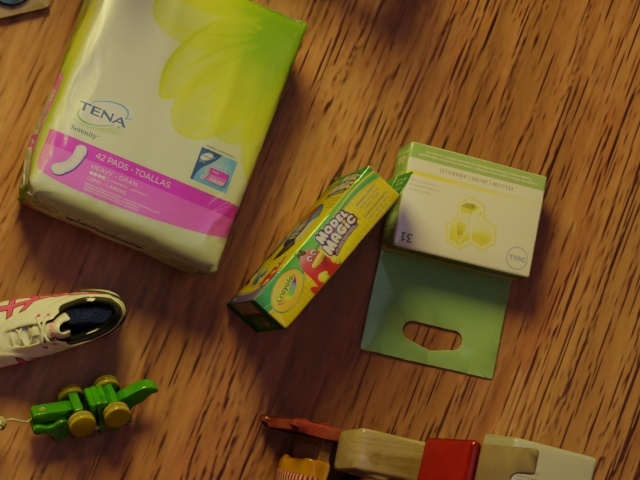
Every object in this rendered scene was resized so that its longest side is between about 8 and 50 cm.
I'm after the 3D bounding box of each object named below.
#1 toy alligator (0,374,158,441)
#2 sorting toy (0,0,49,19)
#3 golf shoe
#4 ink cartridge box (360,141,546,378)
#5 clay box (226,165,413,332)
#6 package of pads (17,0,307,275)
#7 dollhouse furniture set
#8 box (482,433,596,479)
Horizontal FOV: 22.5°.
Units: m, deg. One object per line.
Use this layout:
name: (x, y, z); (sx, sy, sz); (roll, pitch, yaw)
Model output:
toy alligator: (-0.261, 0.187, 1.677); (0.190, 0.056, 0.051); (-13, 129, -17)
sorting toy: (-0.367, -0.306, 1.691); (0.132, 0.046, 0.274); (-16, 89, -17)
golf shoe: (-0.292, 0.087, 1.658); (0.186, 0.086, 0.067); (-17, 91, -16)
ink cartridge box: (0.150, 0.024, 1.809); (0.171, 0.056, 0.235); (14, 79, -15)
clay box: (0.000, 0.000, 1.728); (0.053, 0.127, 0.222); (42, 75, -9)
package of pads: (-0.173, -0.138, 1.705); (0.229, 0.101, 0.296); (23, 78, -14)
dollhouse furniture set: (0.047, 0.285, 1.591); (0.152, 0.374, 0.201); (15, 79, -19)
box: (0.234, 0.269, 1.785); (0.101, 0.102, 0.087); (16, 83, -14)
